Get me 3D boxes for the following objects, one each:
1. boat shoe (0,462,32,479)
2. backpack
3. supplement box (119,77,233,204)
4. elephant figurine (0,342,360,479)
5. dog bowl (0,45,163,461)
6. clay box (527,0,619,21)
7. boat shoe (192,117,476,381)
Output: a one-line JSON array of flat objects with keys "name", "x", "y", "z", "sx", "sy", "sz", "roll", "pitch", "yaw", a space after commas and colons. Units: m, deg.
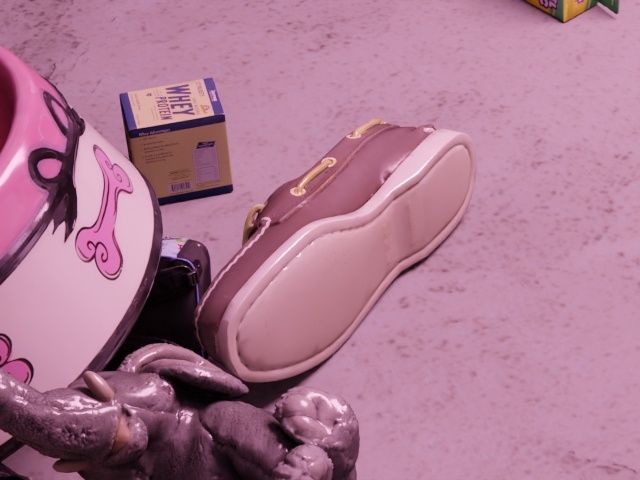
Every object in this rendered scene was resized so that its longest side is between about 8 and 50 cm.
[{"name": "boat shoe", "x": -0.267, "y": 0.156, "z": 1.375, "sx": 0.206, "sy": 0.065, "sz": 0.075, "roll": 28, "pitch": 50, "yaw": 33}, {"name": "backpack", "x": -0.139, "y": 0.049, "z": 1.468, "sx": 0.114, "sy": 0.105, "sz": 0.084, "roll": -1, "pitch": 17, "yaw": 8}, {"name": "supplement box", "x": -0.121, "y": -0.083, "z": 1.634, "sx": 0.083, "sy": 0.083, "sz": 0.056, "roll": -11, "pitch": 40, "yaw": -8}, {"name": "elephant figurine", "x": -0.101, "y": 0.134, "z": 1.279, "sx": 0.239, "sy": 0.186, "sz": 0.169, "roll": 22, "pitch": 50, "yaw": 17}, {"name": "dog bowl", "x": -0.329, "y": 0.010, "z": 1.403, "sx": 0.408, "sy": 0.150, "sz": 0.408, "roll": -17, "pitch": 37, "yaw": 13}, {"name": "clay box", "x": 0.192, "y": -0.299, "z": 1.833, "sx": 0.053, "sy": 0.127, "sz": 0.222, "roll": -29, "pitch": 45, "yaw": -26}, {"name": "boat shoe", "x": 0.000, "y": 0.000, "z": 1.506, "sx": 0.096, "sy": 0.117, "sz": 0.324, "roll": 18, "pitch": 40, "yaw": 31}]
